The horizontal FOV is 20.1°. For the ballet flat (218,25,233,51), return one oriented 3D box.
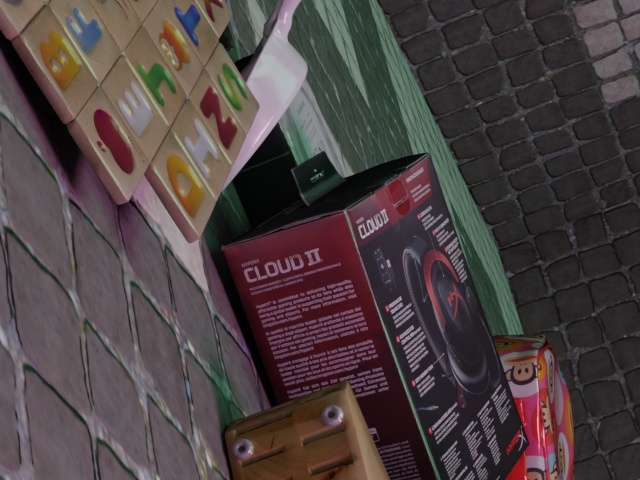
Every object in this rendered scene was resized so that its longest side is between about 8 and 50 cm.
[{"bbox_3d":[-0.106,-0.163,1.416,0.084,0.058,0.250,61,6,-18],"label":"ballet flat"}]

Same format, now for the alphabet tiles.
[{"bbox_3d":[-0.132,-0.162,1.162,0.285,0.011,0.342,59,20,-18],"label":"alphabet tiles"}]

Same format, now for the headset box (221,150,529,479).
[{"bbox_3d":[0.046,0.072,1.407,0.218,0.110,0.293,-37,109,-65],"label":"headset box"}]

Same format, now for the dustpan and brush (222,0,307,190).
[{"bbox_3d":[-0.041,-0.135,1.377,0.060,0.211,0.147,37,16,-10],"label":"dustpan and brush"}]

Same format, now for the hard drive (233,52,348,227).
[{"bbox_3d":[0.000,0.000,1.626,0.237,0.064,0.339,-70,139,-76],"label":"hard drive"}]

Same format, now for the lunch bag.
[{"bbox_3d":[0.216,0.254,1.986,0.258,0.120,0.293,-16,101,-80],"label":"lunch bag"}]

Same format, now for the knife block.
[{"bbox_3d":[0.038,0.263,1.196,0.242,0.088,0.276,57,15,-56],"label":"knife block"}]
